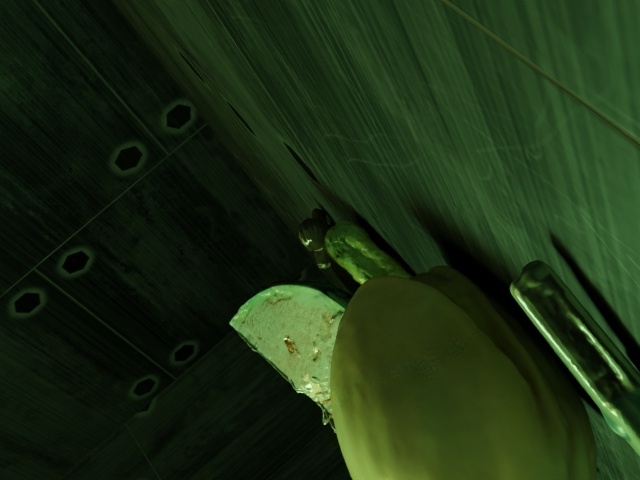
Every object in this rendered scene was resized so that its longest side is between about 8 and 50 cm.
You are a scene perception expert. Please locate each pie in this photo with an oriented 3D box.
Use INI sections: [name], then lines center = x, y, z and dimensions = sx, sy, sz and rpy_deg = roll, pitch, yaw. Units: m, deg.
[pie]
center = 0.111, 0.080, 1.516
dimensions = 0.277, 0.078, 0.277
rpy_deg = 44, 175, 5

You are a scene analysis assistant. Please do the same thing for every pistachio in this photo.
[pistachio]
center = 0.123, 0.159, 0.953
dimensions = 0.321, 0.229, 0.238
rpy_deg = -126, 41, -50

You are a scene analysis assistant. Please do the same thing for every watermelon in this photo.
[watermelon]
center = 0.008, 0.161, 1.520
dimensions = 0.305, 0.180, 0.224
rpy_deg = 37, 160, 33

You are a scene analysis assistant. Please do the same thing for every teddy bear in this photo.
[teddy bear]
center = 0.009, -0.001, 1.930
dimensions = 0.160, 0.078, 0.119
rpy_deg = 38, -136, -72

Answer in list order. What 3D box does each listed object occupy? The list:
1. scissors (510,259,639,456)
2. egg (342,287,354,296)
[scissors]
center = 0.219, 0.121, 0.688
dimensions = 0.289, 0.041, 0.138
rpy_deg = 50, -175, -19
[egg]
center = 0.106, 0.187, 1.787
dimensions = 0.264, 0.183, 0.183
rpy_deg = 56, -179, 35
